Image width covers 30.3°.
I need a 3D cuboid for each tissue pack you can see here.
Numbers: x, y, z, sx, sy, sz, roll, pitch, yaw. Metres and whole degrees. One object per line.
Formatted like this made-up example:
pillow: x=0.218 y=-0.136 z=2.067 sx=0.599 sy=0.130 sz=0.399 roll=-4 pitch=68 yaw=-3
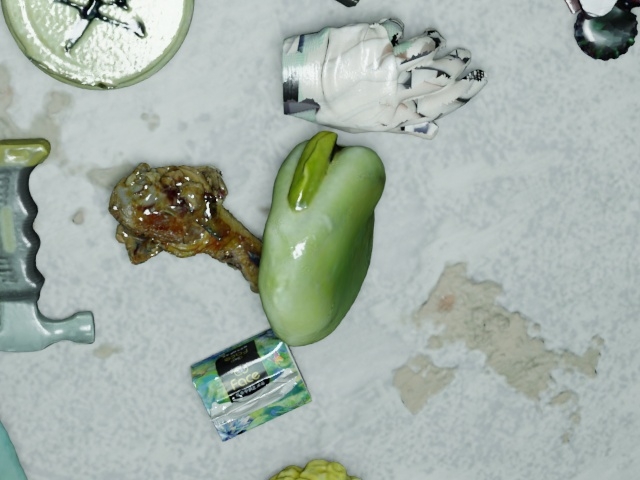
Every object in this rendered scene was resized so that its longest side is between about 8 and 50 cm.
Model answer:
tissue pack: x=-0.074 y=0.159 z=1.286 sx=0.111 sy=0.079 sz=0.085 roll=-24 pitch=108 yaw=-1

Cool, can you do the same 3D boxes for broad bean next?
broad bean: x=0.000 y=0.000 z=1.219 sx=0.100 sy=0.169 sz=0.228 roll=10 pitch=112 yaw=31

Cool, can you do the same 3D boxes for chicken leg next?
chicken leg: x=-0.126 y=-0.018 z=1.240 sx=0.196 sy=0.080 sz=0.125 roll=12 pitch=113 yaw=-18

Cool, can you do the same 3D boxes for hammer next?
hammer: x=-0.317 y=0.007 z=1.232 sx=0.158 sy=0.041 sz=0.226 roll=-1 pitch=106 yaw=-10

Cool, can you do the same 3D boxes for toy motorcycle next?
toy motorcycle: x=0.287 y=-0.295 z=1.213 sx=0.122 sy=0.082 sz=0.213 roll=-31 pitch=108 yaw=2

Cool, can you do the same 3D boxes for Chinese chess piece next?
Chinese chess piece: x=-0.218 y=-0.241 z=1.158 sx=0.188 sy=0.083 sz=0.188 roll=-1 pitch=105 yaw=-5

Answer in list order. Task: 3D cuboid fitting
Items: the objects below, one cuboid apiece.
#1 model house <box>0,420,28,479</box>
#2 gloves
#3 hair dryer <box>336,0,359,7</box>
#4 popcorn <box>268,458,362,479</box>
model house: x=-0.478 y=0.246 z=1.203 sx=0.248 sy=0.230 sz=0.280 roll=-13 pitch=105 yaw=21
gloves: x=0.069 y=-0.163 z=1.209 sx=0.212 sy=0.111 sz=0.127 roll=0 pitch=100 yaw=0
hair dryer: x=-0.018 y=-0.431 z=1.140 sx=0.303 sy=0.120 sz=0.359 roll=25 pitch=91 yaw=-22
popcorn: x=-0.002 y=0.334 z=1.322 sx=0.173 sy=0.142 sz=0.173 roll=3 pitch=81 yaw=-19
